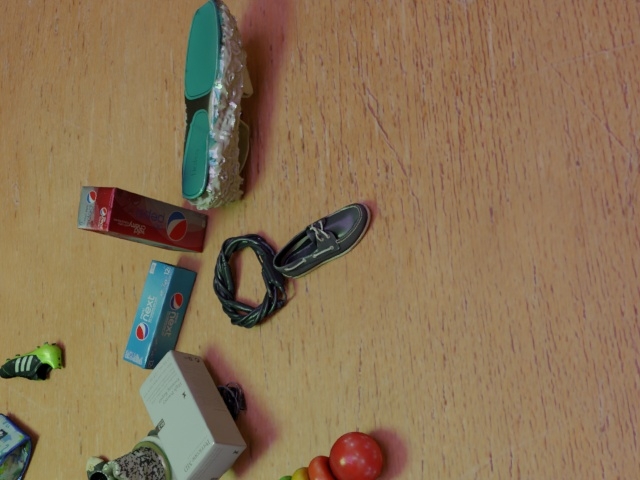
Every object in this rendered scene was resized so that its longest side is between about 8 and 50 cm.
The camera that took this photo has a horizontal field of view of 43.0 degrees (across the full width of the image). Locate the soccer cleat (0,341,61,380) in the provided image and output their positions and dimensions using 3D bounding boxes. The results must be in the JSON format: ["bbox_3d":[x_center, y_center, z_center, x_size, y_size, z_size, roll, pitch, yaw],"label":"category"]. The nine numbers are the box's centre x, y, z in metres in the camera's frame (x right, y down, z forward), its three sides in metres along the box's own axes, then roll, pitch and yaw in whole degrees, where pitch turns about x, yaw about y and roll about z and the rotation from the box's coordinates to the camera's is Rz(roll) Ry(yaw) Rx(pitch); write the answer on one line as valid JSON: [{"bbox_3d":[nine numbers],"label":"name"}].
[{"bbox_3d":[-0.654,0.288,1.826,0.179,0.060,0.072,-25,69,22],"label":"soccer cleat"}]

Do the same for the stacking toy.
[{"bbox_3d":[-0.028,0.442,1.372,0.330,0.141,0.141,-40,61,11],"label":"stacking toy"}]

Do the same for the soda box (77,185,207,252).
[{"bbox_3d":[-0.339,-0.037,1.575,0.092,0.263,0.084,4,83,33],"label":"soda box"}]

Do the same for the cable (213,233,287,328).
[{"bbox_3d":[-0.142,0.075,1.565,0.150,0.047,0.184,-41,64,24],"label":"cable"}]

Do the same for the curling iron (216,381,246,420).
[{"bbox_3d":[-0.212,0.399,1.537,0.068,0.035,0.274,24,92,33],"label":"curling iron"}]

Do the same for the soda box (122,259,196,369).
[{"bbox_3d":[-0.324,0.151,1.639,0.067,0.071,0.210,16,88,34],"label":"soda box"}]

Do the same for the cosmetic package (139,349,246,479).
[{"bbox_3d":[-0.240,0.327,1.502,0.117,0.085,0.231,-52,47,16],"label":"cosmetic package"}]

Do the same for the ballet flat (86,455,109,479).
[{"bbox_3d":[-0.438,0.514,1.646,0.057,0.049,0.173,-40,62,18],"label":"ballet flat"}]

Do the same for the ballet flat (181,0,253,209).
[{"bbox_3d":[-0.200,-0.260,1.612,0.147,0.147,0.409,4,89,33],"label":"ballet flat"}]

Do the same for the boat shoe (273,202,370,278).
[{"bbox_3d":[0.000,0.000,1.473,0.206,0.065,0.075,-36,63,20],"label":"boat shoe"}]

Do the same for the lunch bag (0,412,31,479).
[{"bbox_3d":[-0.719,0.477,1.810,0.128,0.096,0.151,23,78,36],"label":"lunch bag"}]

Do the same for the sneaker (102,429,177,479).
[{"bbox_3d":[-0.373,0.560,1.505,0.158,0.182,0.410,10,93,36],"label":"sneaker"}]
